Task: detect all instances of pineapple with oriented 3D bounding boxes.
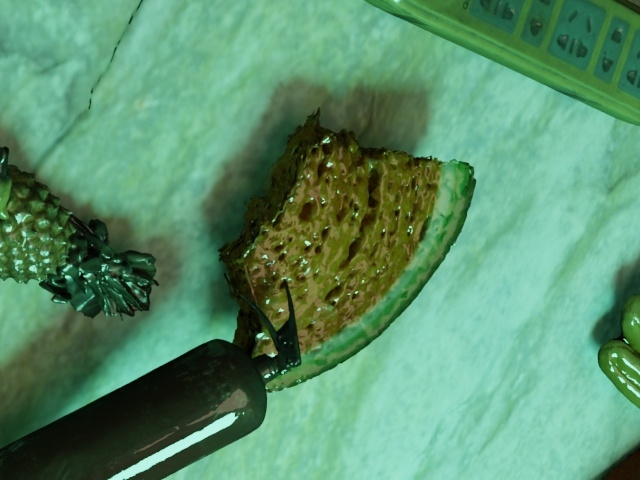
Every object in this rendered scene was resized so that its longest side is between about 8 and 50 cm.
[{"bbox_3d":[-0.170,0.008,0.968,0.159,0.074,0.074,35,85,-48],"label":"pineapple"}]

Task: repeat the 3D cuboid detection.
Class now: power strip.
[{"bbox_3d":[0.155,-0.182,1.144,0.387,0.066,0.092,17,94,-40],"label":"power strip"}]

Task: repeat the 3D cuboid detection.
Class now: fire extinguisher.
[{"bbox_3d":[-0.124,0.122,1.001,0.268,0.089,0.072,-27,165,-7],"label":"fire extinguisher"}]

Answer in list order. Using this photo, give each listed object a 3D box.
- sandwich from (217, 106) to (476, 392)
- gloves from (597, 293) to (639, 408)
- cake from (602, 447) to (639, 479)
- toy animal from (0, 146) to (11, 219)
[{"bbox_3d":[0.000,0.009,1.097,0.159,0.079,0.235,35,81,-30],"label":"sandwich"},{"bbox_3d":[0.410,0.121,1.401,0.331,0.141,0.154,6,67,-14],"label":"gloves"},{"bbox_3d":[0.380,0.289,1.429,0.283,0.177,0.151,-29,123,-20],"label":"cake"},{"bbox_3d":[-0.276,0.018,0.864,0.219,0.101,0.103,-40,125,-19],"label":"toy animal"}]
